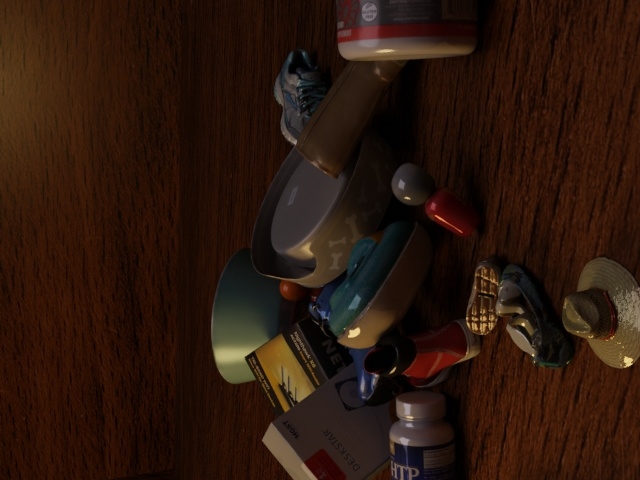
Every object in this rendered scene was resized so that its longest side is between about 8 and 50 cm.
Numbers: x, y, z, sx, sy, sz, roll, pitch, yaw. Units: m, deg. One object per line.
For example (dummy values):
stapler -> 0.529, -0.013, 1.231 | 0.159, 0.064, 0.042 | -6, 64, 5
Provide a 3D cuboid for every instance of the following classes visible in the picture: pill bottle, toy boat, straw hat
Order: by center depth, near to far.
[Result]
straw hat -> 0.332, 0.091, 1.214 | 0.144, 0.061, 0.145 | 175, 90, -71
pill bottle -> 0.123, -0.452, 1.444 | 0.210, 0.210, 0.363 | -162, 68, -69
toy boat -> 0.119, 0.013, 1.592 | 0.318, 0.148, 0.267 | -53, 2, 40
pill bottle -> 0.172, 0.355, 1.662 | 0.112, 0.112, 0.187 | -167, 73, -70
toy boat -> -0.012, 0.096, 2.056 | 0.151, 0.151, 0.231 | -164, 70, -70

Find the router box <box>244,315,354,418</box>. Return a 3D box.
router box -> -0.002, 0.319, 1.970 | 0.309, 0.081, 0.243 | 60, 143, 7

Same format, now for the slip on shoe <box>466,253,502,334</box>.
slip on shoe -> 0.249, 0.081, 1.483 | 0.041, 0.051, 0.135 | -55, -30, -49

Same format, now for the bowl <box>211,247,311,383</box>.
bowl -> -0.105, 0.176, 2.221 | 0.311, 0.163, 0.312 | 4, -90, -71

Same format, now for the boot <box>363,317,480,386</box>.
boot -> 0.136, 0.197, 1.626 | 0.244, 0.176, 0.088 | 124, 132, -64

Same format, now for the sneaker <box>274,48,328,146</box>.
sneaker -> -0.033, -0.300, 2.083 | 0.283, 0.110, 0.122 | -114, 30, -42

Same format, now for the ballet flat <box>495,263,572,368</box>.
ballet flat -> 0.279, 0.101, 1.363 | 0.188, 0.070, 0.070 | -117, 29, -48

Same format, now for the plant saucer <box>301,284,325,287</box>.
plant saucer -> 0.000, 0.000, 1.986 | 0.195, 0.037, 0.195 | -19, 53, 28

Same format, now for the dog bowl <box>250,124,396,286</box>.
dog bowl -> 0.008, -0.071, 1.821 | 0.349, 0.102, 0.349 | -45, 27, 31

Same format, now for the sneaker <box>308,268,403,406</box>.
sneaker -> 0.062, 0.157, 1.791 | 0.130, 0.147, 0.330 | 60, -163, -49

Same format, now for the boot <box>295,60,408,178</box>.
boot -> 0.037, -0.270, 1.729 | 0.270, 0.089, 0.236 | -57, 31, 11

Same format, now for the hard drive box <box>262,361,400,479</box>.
hard drive box -> 0.044, 0.346, 1.762 | 0.181, 0.232, 0.089 | 47, 148, 15
